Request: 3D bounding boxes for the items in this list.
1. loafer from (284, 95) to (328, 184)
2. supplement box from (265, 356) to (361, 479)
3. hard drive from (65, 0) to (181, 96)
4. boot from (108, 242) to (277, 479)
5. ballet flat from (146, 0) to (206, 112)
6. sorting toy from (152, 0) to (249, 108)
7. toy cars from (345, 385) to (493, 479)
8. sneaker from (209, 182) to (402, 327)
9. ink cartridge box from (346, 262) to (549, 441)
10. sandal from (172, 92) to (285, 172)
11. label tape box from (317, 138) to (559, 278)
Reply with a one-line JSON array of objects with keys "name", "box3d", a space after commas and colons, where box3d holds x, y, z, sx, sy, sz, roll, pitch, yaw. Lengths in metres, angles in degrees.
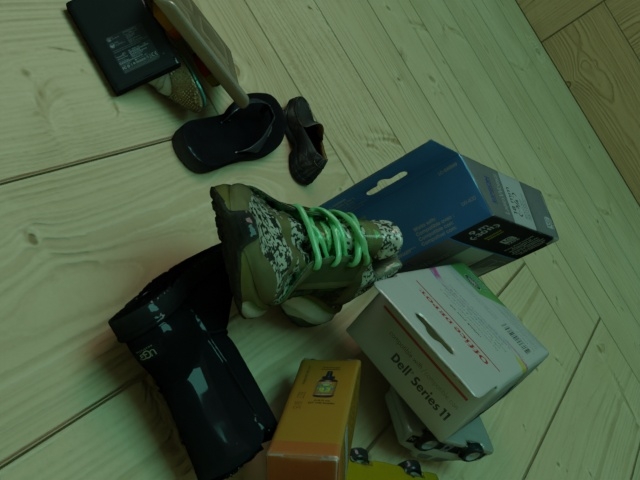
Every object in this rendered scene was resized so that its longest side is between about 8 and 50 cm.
[{"name": "loafer", "box3d": [-0.017, -0.172, 1.254, 0.062, 0.061, 0.170, 21, 48, -42]}, {"name": "supplement box", "box3d": [-0.002, 0.214, 0.877, 0.233, 0.078, 0.080, -64, 154, -70]}, {"name": "hard drive", "box3d": [-0.256, -0.267, 1.005, 0.094, 0.022, 0.135, -29, 88, -15]}, {"name": "boot", "box3d": [-0.118, 0.127, 0.863, 0.207, 0.094, 0.246, 63, 20, -11]}, {"name": "ballet flat", "box3d": [-0.232, -0.256, 1.054, 0.067, 0.073, 0.206, -28, 84, -30]}, {"name": "sorting toy", "box3d": [-0.180, -0.294, 1.087, 0.193, 0.038, 0.208, 50, 10, -39]}, {"name": "toy cars", "box3d": [0.113, 0.300, 1.032, 0.176, 0.087, 0.393, 49, 28, 7]}, {"name": "sneaker", "box3d": [0.000, 0.000, 0.918, 0.410, 0.182, 0.158, 28, 43, -73]}, {"name": "ink cartridge box", "box3d": [0.178, 0.151, 1.105, 0.207, 0.119, 0.353, 49, 23, 20]}, {"name": "sandal", "box3d": [-0.113, -0.160, 1.126, 0.097, 0.054, 0.254, 55, 33, -6]}, {"name": "label tape box", "box3d": [0.194, -0.023, 1.252, 0.333, 0.240, 0.106, 14, 56, -46]}]
